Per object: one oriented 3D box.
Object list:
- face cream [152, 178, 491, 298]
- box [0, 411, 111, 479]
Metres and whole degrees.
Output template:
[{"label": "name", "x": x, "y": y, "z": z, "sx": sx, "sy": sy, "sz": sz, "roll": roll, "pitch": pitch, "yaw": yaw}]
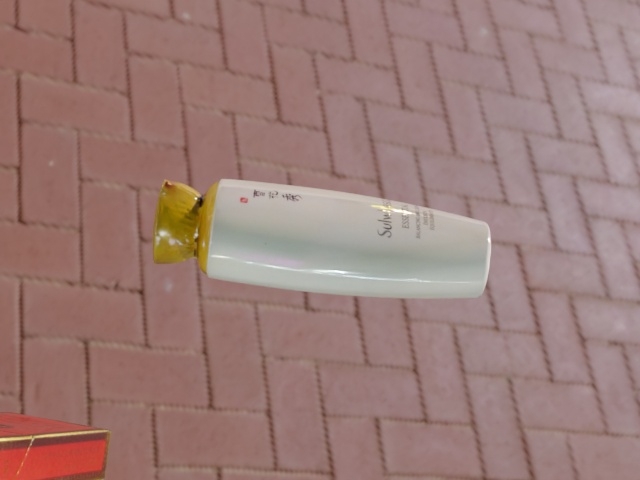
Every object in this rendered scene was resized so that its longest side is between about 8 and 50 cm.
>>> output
[{"label": "face cream", "x": 0.000, "y": 0.000, "z": 0.666, "sx": 0.182, "sy": 0.051, "sz": 0.072, "roll": 7, "pitch": 32, "yaw": -2}, {"label": "box", "x": -0.359, "y": 0.234, "z": 1.349, "sx": 0.240, "sy": 0.153, "sz": 0.074, "roll": 15, "pitch": 85, "yaw": -69}]
